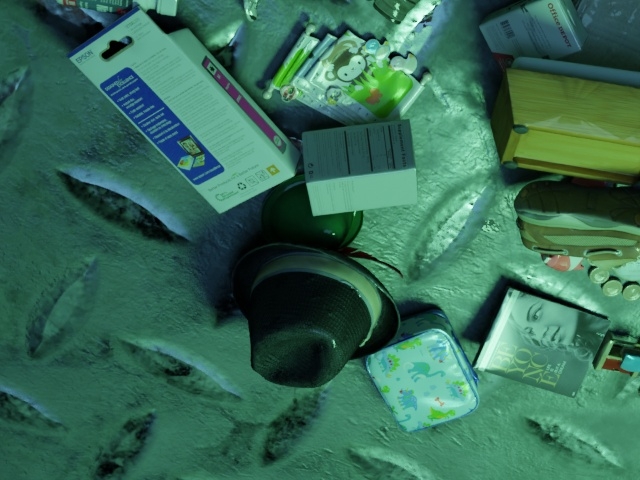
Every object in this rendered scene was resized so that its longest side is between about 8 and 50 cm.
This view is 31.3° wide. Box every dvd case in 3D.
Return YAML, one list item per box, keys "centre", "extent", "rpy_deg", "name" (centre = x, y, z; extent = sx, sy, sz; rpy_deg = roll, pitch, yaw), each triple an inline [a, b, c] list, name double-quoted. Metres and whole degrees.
- centre: [0.405, 0.189, 2.093]
  extent: [0.221, 0.018, 0.165]
  rpy_deg: [18, 103, -17]
  name: "dvd case"

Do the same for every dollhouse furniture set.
- centre: [0.602, 0.269, 2.114]
  extent: [0.183, 0.129, 0.129]
  rpy_deg: [12, 120, -9]
  name: "dollhouse furniture set"

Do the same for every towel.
- centre: [0.510, -0.306, 1.821]
  extent: [0.282, 0.049, 0.187]
  rpy_deg: [20, 119, -14]
  name: "towel"

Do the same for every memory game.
- centre: [0.566, 0.029, 2.040]
  extent: [0.186, 0.012, 0.186]
  rpy_deg: [0, 121, 0]
  name: "memory game"

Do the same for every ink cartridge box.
- centre: [-0.212, -0.211, 1.821]
  extent: [0.175, 0.069, 0.371]
  rpy_deg: [-24, 123, 34]
  name: "ink cartridge box"
- centre: [0.330, -0.323, 1.766]
  extent: [0.135, 0.056, 0.099]
  rpy_deg: [-18, 111, 35]
  name: "ink cartridge box"

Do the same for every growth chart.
- centre: [0.047, -0.259, 1.853]
  extent: [0.237, 0.021, 0.172]
  rpy_deg: [22, 118, -16]
  name: "growth chart"

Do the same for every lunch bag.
- centre: [0.191, 0.241, 2.112]
  extent: [0.176, 0.090, 0.219]
  rpy_deg: [-22, 118, 12]
  name: "lunch bag"

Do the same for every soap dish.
- centre: [0.414, -0.177, 1.774]
  extent: [0.290, 0.118, 0.229]
  rpy_deg: [10, 165, 5]
  name: "soap dish"

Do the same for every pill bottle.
- centre: [-0.300, -0.393, 1.716]
  extent: [0.180, 0.108, 0.108]
  rpy_deg: [9, 120, -6]
  name: "pill bottle"

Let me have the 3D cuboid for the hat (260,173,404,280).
- centre: [0.000, 0.000, 1.910]
  extent: [0.208, 0.184, 0.173]
  rpy_deg: [-27, 119, 14]
  name: "hat"

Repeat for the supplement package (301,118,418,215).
- centre: [0.066, -0.119, 1.869]
  extent: [0.179, 0.105, 0.105]
  rpy_deg: [-7, 149, 2]
  name: "supplement package"

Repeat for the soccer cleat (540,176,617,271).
- centre: [0.460, -0.051, 1.958]
  extent: [0.095, 0.083, 0.248]
  rpy_deg: [11, 122, -23]
  name: "soccer cleat"

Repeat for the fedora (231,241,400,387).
- centre: [-0.032, 0.152, 1.948]
  extent: [0.334, 0.153, 0.334]
  rpy_deg: [16, 142, 13]
  name: "fedora"

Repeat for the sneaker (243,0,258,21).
- centre: [-0.102, -0.380, 1.772]
  extent: [0.036, 0.032, 0.083]
  rpy_deg: [-5, 121, 2]
  name: "sneaker"

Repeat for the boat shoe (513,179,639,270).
- centre: [0.476, -0.016, 1.854]
  extent: [0.324, 0.123, 0.116]
  rpy_deg: [11, 129, 20]
  name: "boat shoe"

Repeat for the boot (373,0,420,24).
- centre: [0.090, -0.446, 1.713]
  extent: [0.161, 0.083, 0.246]
  rpy_deg: [-33, 115, 23]
  name: "boot"
